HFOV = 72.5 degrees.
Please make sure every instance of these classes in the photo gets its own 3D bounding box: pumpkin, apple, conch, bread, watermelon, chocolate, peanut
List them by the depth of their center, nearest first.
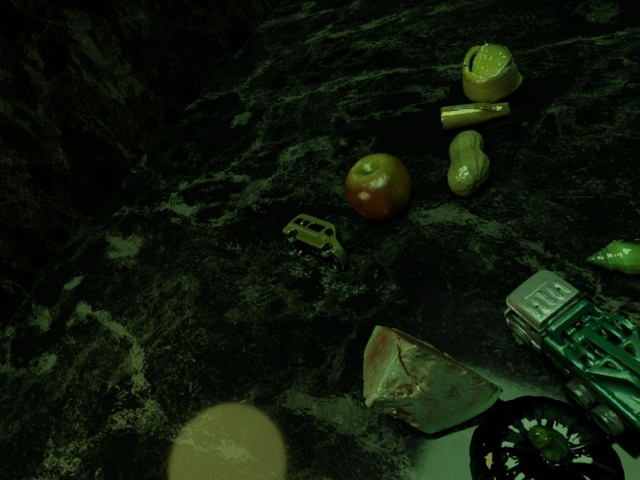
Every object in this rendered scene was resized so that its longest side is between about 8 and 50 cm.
[{"bbox_3d":[0.387,0.382,0.753,0.248,0.248,0.248,-16,48,18],"label":"pumpkin"},{"bbox_3d":[0.217,0.284,0.966,0.310,0.232,0.193,41,114,28],"label":"watermelon"},{"bbox_3d":[0.708,0.034,0.978,0.201,0.079,0.094,-3,38,7],"label":"conch"},{"bbox_3d":[0.453,-0.244,1.331,0.124,0.123,0.256,-4,49,28],"label":"peanut"},{"bbox_3d":[0.187,-0.166,1.383,0.211,0.173,0.234,-16,39,24],"label":"apple"},{"bbox_3d":[0.521,-0.429,1.475,0.220,0.085,0.085,-4,52,23],"label":"chocolate"},{"bbox_3d":[0.580,-0.567,1.488,0.197,0.170,0.197,-11,62,21],"label":"bread"}]

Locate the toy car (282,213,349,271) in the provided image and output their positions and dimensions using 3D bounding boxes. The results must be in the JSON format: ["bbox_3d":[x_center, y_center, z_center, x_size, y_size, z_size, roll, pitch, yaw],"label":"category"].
[{"bbox_3d":[0.000,0.000,1.398,0.257,0.101,0.124,22,64,42],"label":"toy car"}]

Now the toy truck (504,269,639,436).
[{"bbox_3d":[0.537,0.211,0.860,0.177,0.178,0.363,-37,42,-2],"label":"toy truck"}]
